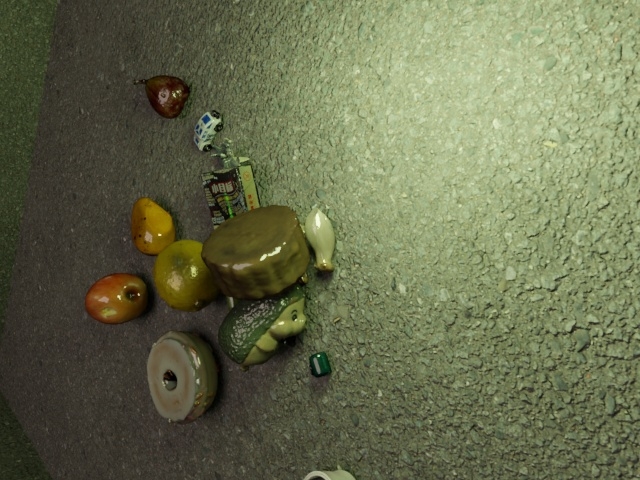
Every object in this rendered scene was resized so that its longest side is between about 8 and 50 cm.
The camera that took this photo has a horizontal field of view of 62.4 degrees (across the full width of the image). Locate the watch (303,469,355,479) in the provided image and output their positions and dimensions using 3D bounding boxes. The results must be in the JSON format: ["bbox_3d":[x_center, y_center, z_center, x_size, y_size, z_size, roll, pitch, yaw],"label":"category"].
[{"bbox_3d":[0.059,0.818,1.612,0.244,0.196,0.231,-43,43,32],"label":"watch"}]

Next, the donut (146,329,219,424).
[{"bbox_3d":[-0.547,0.542,2.110,0.383,0.143,0.382,1,92,41],"label":"donut"}]

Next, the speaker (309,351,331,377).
[{"bbox_3d":[-0.013,0.406,1.709,0.095,0.060,0.075,-30,71,37],"label":"speaker"}]

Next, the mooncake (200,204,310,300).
[{"bbox_3d":[-0.193,0.043,1.649,0.324,0.324,0.187,15,137,39],"label":"mooncake"}]

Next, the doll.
[{"bbox_3d":[-0.181,0.272,1.753,0.247,0.247,0.349,44,108,31],"label":"doll"}]

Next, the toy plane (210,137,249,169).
[{"bbox_3d":[-0.357,-0.306,1.971,0.262,0.088,0.192,30,137,40],"label":"toy plane"}]

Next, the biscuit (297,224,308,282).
[{"bbox_3d":[-0.089,0.035,1.785,0.176,0.031,0.228,-46,62,33],"label":"biscuit"}]

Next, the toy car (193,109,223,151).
[{"bbox_3d":[-0.440,-0.429,2.046,0.170,0.070,0.080,-52,59,29],"label":"toy car"}]

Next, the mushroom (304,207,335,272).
[{"bbox_3d":[-0.001,0.000,1.673,0.097,0.088,0.212,-9,93,40],"label":"mushroom"}]

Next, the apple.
[{"bbox_3d":[-0.897,0.255,2.340,0.241,0.242,0.241,-16,81,33],"label":"apple"}]

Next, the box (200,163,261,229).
[{"bbox_3d":[-0.301,-0.105,1.882,0.198,0.084,0.309,-3,104,40],"label":"box"}]

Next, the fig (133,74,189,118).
[{"bbox_3d":[-0.662,-0.611,2.170,0.274,0.146,0.170,30,109,20],"label":"fig"}]

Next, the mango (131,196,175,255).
[{"bbox_3d":[-0.720,-0.053,2.239,0.191,0.160,0.290,-50,57,40],"label":"mango"}]

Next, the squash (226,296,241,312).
[{"bbox_3d":[-0.320,0.186,1.959,0.069,0.069,0.238,-16,81,39],"label":"squash"}]

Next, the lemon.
[{"bbox_3d":[-0.498,0.131,1.992,0.284,0.261,0.260,28,108,38],"label":"lemon"}]
